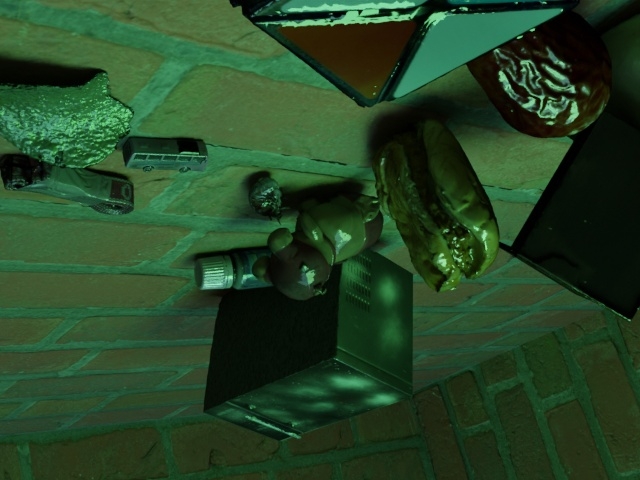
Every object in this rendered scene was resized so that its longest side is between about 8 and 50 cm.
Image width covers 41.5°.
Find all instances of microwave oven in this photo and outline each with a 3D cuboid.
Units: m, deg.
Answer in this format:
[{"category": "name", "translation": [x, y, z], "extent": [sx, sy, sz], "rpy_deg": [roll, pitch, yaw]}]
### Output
[{"category": "microwave oven", "translation": [-0.025, 0.223, 1.904], "extent": [0.236, 0.374, 0.432], "rpy_deg": [31, 137, -33]}]

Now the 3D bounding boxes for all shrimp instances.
[{"category": "shrimp", "translation": [-0.091, -0.070, 1.534], "extent": [0.065, 0.056, 0.165], "rpy_deg": [-24, 162, 6]}]

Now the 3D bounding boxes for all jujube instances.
[{"category": "jujube", "translation": [0.292, -0.246, 1.165], "extent": [0.255, 0.189, 0.190], "rpy_deg": [20, 142, -37]}]

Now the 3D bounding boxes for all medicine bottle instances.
[{"category": "medicine bottle", "translation": [-0.163, 0.063, 1.792], "extent": [0.203, 0.083, 0.083], "rpy_deg": [-6, 158, -26]}]

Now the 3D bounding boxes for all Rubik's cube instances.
[{"category": "Rubik's cube", "translation": [0.063, -0.302, 0.755], "extent": [0.247, 0.248, 0.250], "rpy_deg": [-25, 156, 24]}]

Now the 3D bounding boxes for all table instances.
[{"category": "table", "translation": [0.430, -0.042, 1.340], "extent": [0.250, 0.196, 0.282], "rpy_deg": [-61, 179, 4]}]

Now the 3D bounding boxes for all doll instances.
[{"category": "doll", "translation": [-0.001, -0.003, 1.598], "extent": [0.256, 0.152, 0.196], "rpy_deg": [-35, -159, -30]}]

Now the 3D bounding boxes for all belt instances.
[{"category": "belt", "translation": [-0.377, -0.087, 1.294], "extent": [0.071, 0.053, 0.232], "rpy_deg": [-18, 161, 32]}]

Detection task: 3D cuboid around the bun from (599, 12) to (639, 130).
[{"category": "bun", "translation": [0.581, -0.233, 1.351], "extent": [0.361, 0.213, 0.361], "rpy_deg": [-11, 161, -4]}]

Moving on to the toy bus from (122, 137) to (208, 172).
[{"category": "toy bus", "translation": [-0.236, -0.132, 1.296], "extent": [0.131, 0.036, 0.052], "rpy_deg": [-1, 151, -31]}]

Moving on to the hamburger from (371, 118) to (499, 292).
[{"category": "hamburger", "translation": [0.194, -0.061, 1.425], "extent": [0.145, 0.283, 0.259], "rpy_deg": [-29, 169, -5]}]

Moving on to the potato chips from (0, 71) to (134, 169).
[{"category": "potato chips", "translation": [-0.345, -0.168, 1.096], "extent": [0.167, 0.059, 0.228], "rpy_deg": [-22, 155, 2]}]
